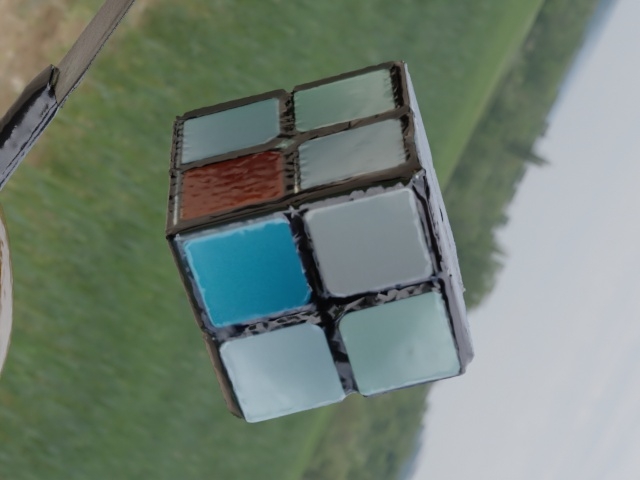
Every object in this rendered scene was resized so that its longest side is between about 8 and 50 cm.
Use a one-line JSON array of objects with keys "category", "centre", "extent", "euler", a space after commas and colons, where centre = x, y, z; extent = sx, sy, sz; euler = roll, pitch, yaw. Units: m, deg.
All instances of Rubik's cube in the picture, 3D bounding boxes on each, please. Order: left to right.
[{"category": "Rubik's cube", "centre": [0.000, -0.001, 1.278], "extent": [0.183, 0.180, 0.167], "euler": [-90, 165, -60]}]

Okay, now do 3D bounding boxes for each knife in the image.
[{"category": "knife", "centre": [-0.148, -0.115, 1.132], "extent": [0.230, 0.028, 0.060], "euler": [-50, -156, 14]}]

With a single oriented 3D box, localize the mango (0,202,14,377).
[{"category": "mango", "centre": [-0.293, 0.029, 1.089], "extent": [0.378, 0.221, 0.263], "euler": [100, -28, -69]}]
